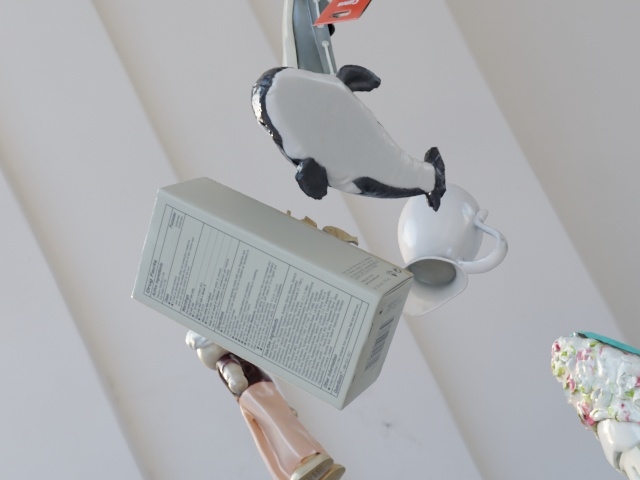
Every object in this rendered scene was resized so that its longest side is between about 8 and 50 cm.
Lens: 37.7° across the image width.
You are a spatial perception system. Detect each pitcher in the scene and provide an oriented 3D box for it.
[{"bbox_3d":[0.192,-0.003,1.347,0.177,0.125,0.207,-20,28,27],"label":"pitcher"}]

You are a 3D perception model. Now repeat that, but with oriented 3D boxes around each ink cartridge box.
[{"bbox_3d":[0.033,-0.237,0.803,0.063,0.029,0.115,7,59,51],"label":"ink cartridge box"}]

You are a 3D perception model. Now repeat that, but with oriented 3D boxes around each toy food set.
[{"bbox_3d":[0.000,0.000,1.379,0.019,0.122,0.078,-57,18,30],"label":"toy food set"}]

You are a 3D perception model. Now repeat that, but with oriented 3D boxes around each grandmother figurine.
[{"bbox_3d":[-0.103,0.243,1.466,0.104,0.342,0.208,-36,-33,-10],"label":"grandmother figurine"}]

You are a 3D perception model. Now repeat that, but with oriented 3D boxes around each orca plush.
[{"bbox_3d":[0.022,-0.121,1.067,0.287,0.151,0.102,6,7,-39],"label":"orca plush"}]

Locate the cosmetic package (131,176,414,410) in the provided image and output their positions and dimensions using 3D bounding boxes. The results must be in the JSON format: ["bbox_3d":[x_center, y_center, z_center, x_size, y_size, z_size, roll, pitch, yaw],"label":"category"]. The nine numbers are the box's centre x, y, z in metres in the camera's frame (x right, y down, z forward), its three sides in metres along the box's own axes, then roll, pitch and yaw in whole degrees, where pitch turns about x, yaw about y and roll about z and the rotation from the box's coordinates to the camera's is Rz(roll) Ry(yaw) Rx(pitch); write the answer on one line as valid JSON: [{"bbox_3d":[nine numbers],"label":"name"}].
[{"bbox_3d":[-0.062,0.056,1.137,0.113,0.309,0.160,-24,-43,-60],"label":"cosmetic package"}]

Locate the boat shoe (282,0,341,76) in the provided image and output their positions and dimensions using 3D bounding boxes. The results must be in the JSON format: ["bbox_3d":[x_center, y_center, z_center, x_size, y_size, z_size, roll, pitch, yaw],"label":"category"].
[{"bbox_3d":[-0.015,-0.361,1.610,0.099,0.319,0.116,3,-30,-6],"label":"boat shoe"}]

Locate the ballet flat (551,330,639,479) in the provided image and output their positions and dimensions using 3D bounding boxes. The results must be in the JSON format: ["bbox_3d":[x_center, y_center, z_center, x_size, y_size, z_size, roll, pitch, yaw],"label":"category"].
[{"bbox_3d":[0.220,0.126,0.497,0.077,0.241,0.091,-52,-33,-20],"label":"ballet flat"}]
